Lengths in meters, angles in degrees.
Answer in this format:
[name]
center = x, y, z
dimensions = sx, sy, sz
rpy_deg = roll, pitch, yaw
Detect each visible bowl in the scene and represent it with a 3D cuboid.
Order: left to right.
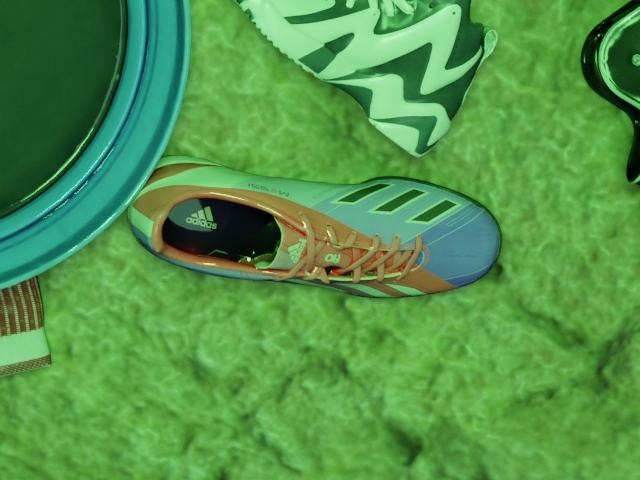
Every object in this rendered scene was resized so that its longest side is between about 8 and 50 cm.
[bowl]
center = -0.290, -0.149, 1.388
dimensions = 0.391, 0.077, 0.391
rpy_deg = -9, 111, -24

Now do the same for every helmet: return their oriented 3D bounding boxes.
[helmet]
center = 0.298, -0.125, 1.496
dimensions = 0.169, 0.169, 0.161
rpy_deg = -37, 94, 3

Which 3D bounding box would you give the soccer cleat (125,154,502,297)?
[soccer cleat]
center = 0.000, 0.000, 1.509
dimensions = 0.318, 0.116, 0.108
rpy_deg = 9, 106, -11

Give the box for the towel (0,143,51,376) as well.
[towel]
center = -0.362, -0.026, 1.490
dimensions = 0.237, 0.037, 0.329
rpy_deg = -12, 110, -7

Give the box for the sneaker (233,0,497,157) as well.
[sneaker]
center = 0.044, -0.190, 1.471
dimensions = 0.235, 0.094, 0.153
rpy_deg = 38, 97, -18
